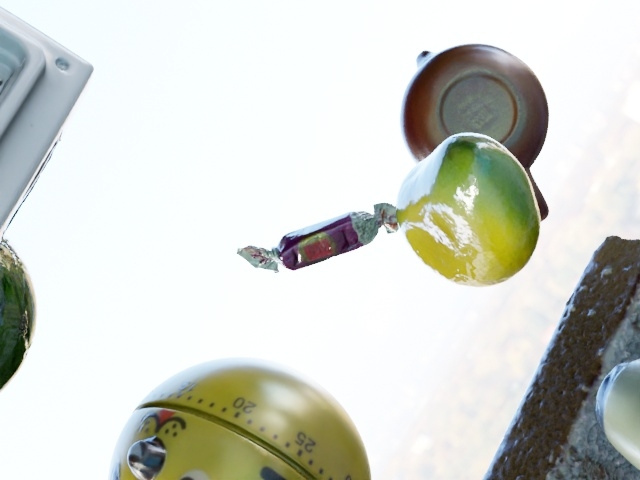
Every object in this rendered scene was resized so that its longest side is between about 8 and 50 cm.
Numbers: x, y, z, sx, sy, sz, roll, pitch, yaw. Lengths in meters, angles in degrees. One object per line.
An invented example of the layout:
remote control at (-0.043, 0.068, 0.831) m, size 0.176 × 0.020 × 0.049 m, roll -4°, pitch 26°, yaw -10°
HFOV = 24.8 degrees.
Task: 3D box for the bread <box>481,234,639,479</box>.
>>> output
bread at (0.256, 0.212, 1.401) m, size 0.113 × 0.165 × 0.417 m, roll 12°, pitch 70°, yaw 50°

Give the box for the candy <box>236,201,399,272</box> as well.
candy at (0.000, 0.000, 1.469) m, size 0.175 × 0.045 × 0.043 m, roll -19°, pitch 30°, yaw 13°

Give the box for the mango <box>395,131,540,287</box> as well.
mango at (0.139, -0.023, 1.322) m, size 0.091 × 0.137 × 0.237 m, roll -47°, pitch 1°, yaw -13°

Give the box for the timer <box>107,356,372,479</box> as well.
timer at (-0.123, 0.344, 1.819) m, size 0.387 × 0.376 × 0.376 m, roll -54°, pitch -6°, yaw -29°

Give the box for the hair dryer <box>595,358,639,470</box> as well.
hair dryer at (0.404, 0.175, 1.135) m, size 0.296 × 0.298 × 0.119 m, roll -145°, pitch 64°, yaw -65°

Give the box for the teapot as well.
teapot at (0.195, -0.128, 1.743) m, size 0.178 × 0.252 × 0.135 m, roll -34°, pitch -1°, yaw 1°

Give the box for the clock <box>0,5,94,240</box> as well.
clock at (-0.338, -0.112, 1.219) m, size 0.116 × 0.231 × 0.262 m, roll -51°, pitch 13°, yaw 55°

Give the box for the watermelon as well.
watermelon at (-0.418, 0.079, 1.528) m, size 0.242 × 0.242 × 0.242 m, roll -56°, pitch -5°, yaw -8°
